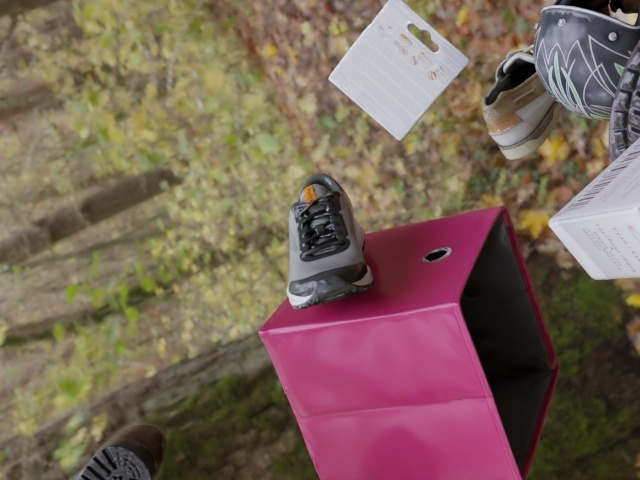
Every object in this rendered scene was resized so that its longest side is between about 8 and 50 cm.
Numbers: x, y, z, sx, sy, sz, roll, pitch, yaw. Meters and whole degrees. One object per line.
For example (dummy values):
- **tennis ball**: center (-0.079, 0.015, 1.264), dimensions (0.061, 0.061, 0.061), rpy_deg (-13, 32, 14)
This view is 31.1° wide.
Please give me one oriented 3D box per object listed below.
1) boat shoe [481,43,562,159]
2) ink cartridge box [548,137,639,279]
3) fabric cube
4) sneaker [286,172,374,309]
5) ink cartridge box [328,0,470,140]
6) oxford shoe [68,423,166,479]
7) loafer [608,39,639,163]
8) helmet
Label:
- **boat shoe**: center (0.345, -0.262, 1.844), dimensions (0.113, 0.302, 0.103), rpy_deg (-19, 119, 42)
- **ink cartridge box**: center (0.319, -0.095, 0.759), dimensions (0.066, 0.296, 0.261), rpy_deg (50, 168, -5)
- **fabric cube**: center (0.121, 0.137, 1.428), dimensions (0.258, 0.254, 0.259), rpy_deg (-10, 113, 28)
- **sneaker**: center (0.000, 0.000, 1.346), dimensions (0.271, 0.100, 0.108), rpy_deg (-94, -12, -70)
- **ink cartridge box**: center (0.114, -0.251, 1.648), dimensions (0.145, 0.045, 0.179), rpy_deg (41, 128, -1)
- **oxford shoe**: center (-0.224, 0.263, 1.143), dimensions (0.227, 0.096, 0.083), rpy_deg (-41, 94, 23)
- **loafer**: center (0.385, -0.197, 1.011), dimensions (0.134, 0.130, 0.366), rpy_deg (34, 103, 23)
- **helmet**: center (0.325, -0.219, 1.320), dimensions (0.169, 0.161, 0.169), rpy_deg (37, 157, 19)
